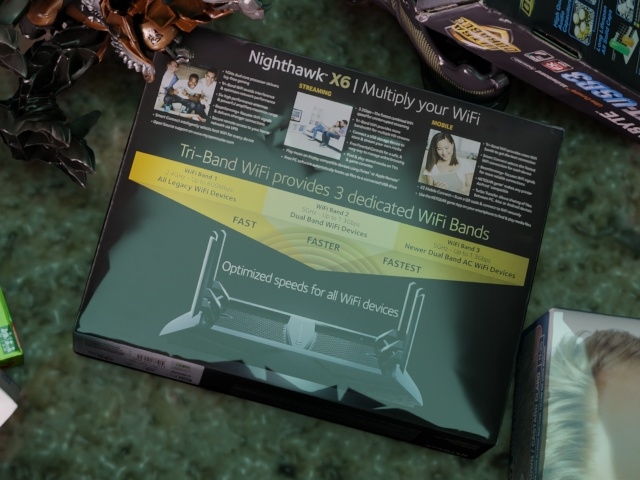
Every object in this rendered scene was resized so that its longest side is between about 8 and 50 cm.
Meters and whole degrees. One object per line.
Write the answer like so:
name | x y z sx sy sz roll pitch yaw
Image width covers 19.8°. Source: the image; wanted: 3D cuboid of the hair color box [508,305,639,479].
hair color box | 0.313 0.162 1.313 0.347 0.105 0.174 7 74 -5

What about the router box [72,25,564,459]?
router box | 0.000 0.000 1.324 0.308 0.081 0.243 16 74 -3

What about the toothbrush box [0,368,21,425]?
toothbrush box | -0.366 0.079 1.185 0.283 0.122 0.206 45 85 -7

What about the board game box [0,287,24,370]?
board game box | -0.282 0.014 1.302 0.092 0.043 0.181 -17 79 -12

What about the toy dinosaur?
toy dinosaur | -0.173 -0.173 1.291 0.164 0.322 0.218 44 59 -32

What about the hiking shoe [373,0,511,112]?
hiking shoe | 0.084 -0.200 1.369 0.086 0.114 0.227 -29 81 -14

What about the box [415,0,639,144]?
box | 0.209 -0.247 1.341 0.293 0.073 0.296 21 71 -40
